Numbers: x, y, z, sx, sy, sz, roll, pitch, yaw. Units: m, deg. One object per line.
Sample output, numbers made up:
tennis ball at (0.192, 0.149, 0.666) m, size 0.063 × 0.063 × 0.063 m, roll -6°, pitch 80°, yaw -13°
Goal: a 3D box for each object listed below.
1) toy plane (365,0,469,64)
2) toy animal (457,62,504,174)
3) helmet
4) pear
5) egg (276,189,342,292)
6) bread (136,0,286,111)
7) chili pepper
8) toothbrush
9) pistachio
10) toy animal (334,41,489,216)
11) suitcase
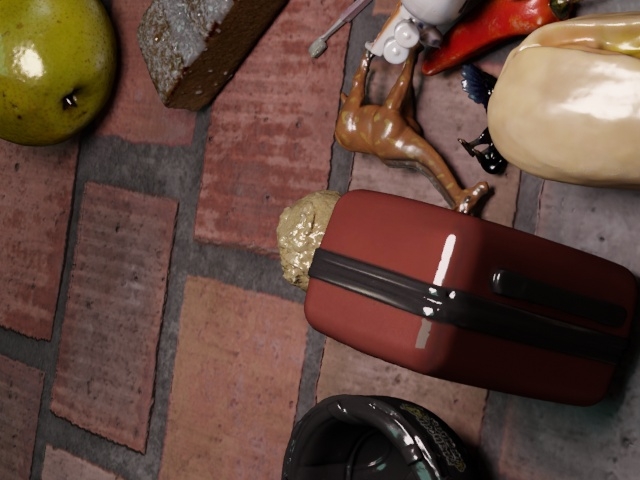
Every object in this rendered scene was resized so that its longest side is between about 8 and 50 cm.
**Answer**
toy plane at (0.124, -0.314, 1.671) m, size 0.244 × 0.117 × 0.244 m, roll -58°, pitch 9°, yaw 14°
toy animal at (0.207, -0.130, 1.652) m, size 0.108 × 0.062 × 0.220 m, roll -53°, pitch 44°, yaw 5°
helmet at (0.094, 0.292, 1.637) m, size 0.279 × 0.160 × 0.230 m, roll 45°, pitch 120°, yaw 27°
pear at (-0.450, -0.288, 2.306) m, size 0.294 × 0.294 × 0.294 m, roll -10°, pitch 77°, yaw 50°
egg at (0.000, 0.000, 1.829) m, size 0.118 × 0.116 × 0.140 m, roll 126°, pitch 165°, yaw -60°
bread at (-0.117, -0.373, 2.031) m, size 0.416 × 0.113 × 0.165 m, roll -50°, pitch 48°, yaw 35°
chili pepper at (0.208, -0.247, 1.650) m, size 0.272 × 0.063 × 0.071 m, roll -18°, pitch 37°, yaw 47°
toothbrush at (0.044, -0.296, 1.899) m, size 0.194 × 0.014 × 0.017 m, roll -41°, pitch 55°, yaw 39°
pistachio at (0.296, -0.132, 1.454) m, size 0.299 × 0.187 × 0.187 m, roll 10°, pitch 92°, yaw 43°
toy animal at (0.108, -0.126, 1.760) m, size 0.224 × 0.066 × 0.229 m, roll -7°, pitch 69°, yaw 35°
suitcase at (0.155, 0.060, 1.489) m, size 0.236 × 0.297 × 0.161 m, roll 18°, pitch 90°, yaw 50°
